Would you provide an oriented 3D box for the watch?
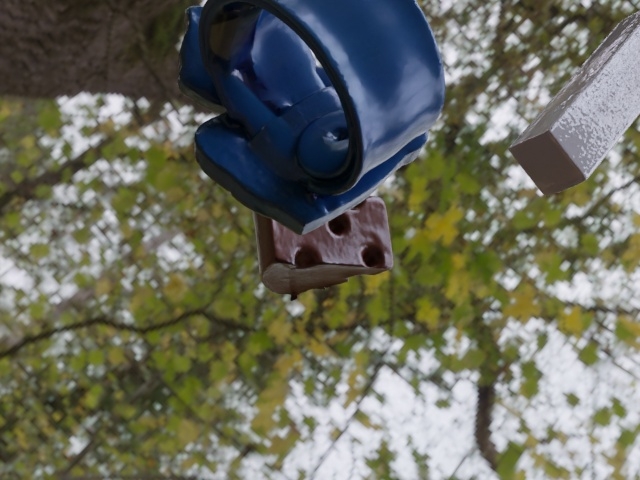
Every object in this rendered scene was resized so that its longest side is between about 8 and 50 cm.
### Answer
[{"bbox_3d":[-0.022,-0.193,1.355,0.305,0.241,0.274,44,-29,14],"label":"watch"}]

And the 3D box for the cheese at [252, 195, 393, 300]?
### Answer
[{"bbox_3d":[-0.026,0.000,1.908,0.203,0.177,0.128,-14,-107,27],"label":"cheese"}]

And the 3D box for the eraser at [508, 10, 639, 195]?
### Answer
[{"bbox_3d":[0.351,-0.179,1.617,0.078,0.298,0.076,50,-34,-10],"label":"eraser"}]
